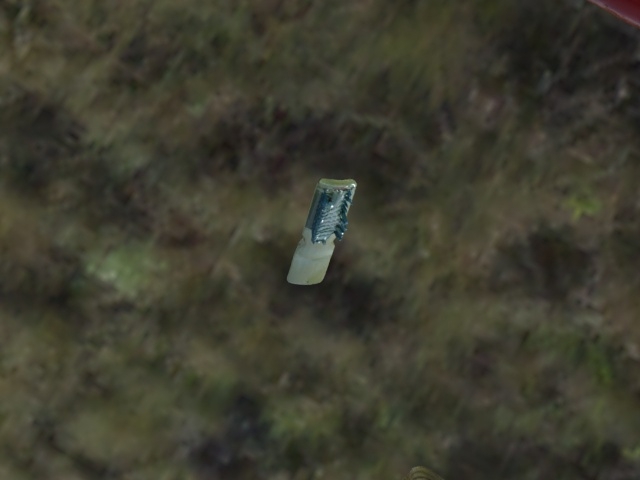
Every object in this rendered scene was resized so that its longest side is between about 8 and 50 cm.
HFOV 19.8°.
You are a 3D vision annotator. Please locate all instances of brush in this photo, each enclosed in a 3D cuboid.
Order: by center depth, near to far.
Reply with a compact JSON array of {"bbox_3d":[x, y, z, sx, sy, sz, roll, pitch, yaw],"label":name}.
[{"bbox_3d":[0.000,0.000,0.750,0.016,0.013,0.083,-3,152,-13],"label":"brush"}]

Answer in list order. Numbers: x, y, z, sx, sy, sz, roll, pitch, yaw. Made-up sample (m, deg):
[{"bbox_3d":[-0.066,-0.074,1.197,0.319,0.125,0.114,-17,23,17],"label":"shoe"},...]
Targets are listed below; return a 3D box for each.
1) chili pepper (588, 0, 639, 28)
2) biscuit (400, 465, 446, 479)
[{"bbox_3d":[0.218,-0.136,0.941,0.387,0.110,0.110,28,159,10],"label":"chili pepper"},{"bbox_3d":[0.060,0.170,1.087,0.052,0.056,0.188,37,-179,1],"label":"biscuit"}]
